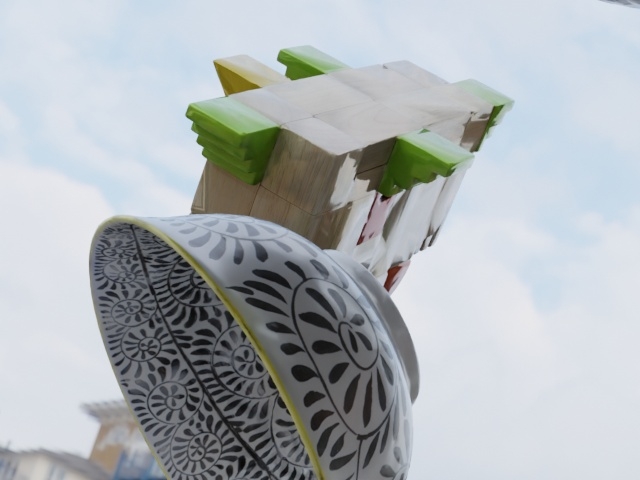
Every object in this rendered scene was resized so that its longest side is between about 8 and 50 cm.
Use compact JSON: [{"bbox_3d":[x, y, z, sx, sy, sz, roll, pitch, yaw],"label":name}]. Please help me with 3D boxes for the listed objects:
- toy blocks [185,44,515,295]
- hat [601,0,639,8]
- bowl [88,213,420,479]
[{"bbox_3d":[0.000,0.000,1.029,0.190,0.381,0.261,31,-64,21],"label":"toy blocks"},{"bbox_3d":[0.017,-0.158,0.363,0.331,0.134,0.331,15,13,-3],"label":"hat"},{"bbox_3d":[-0.014,0.052,0.488,0.170,0.080,0.170,41,-33,35],"label":"bowl"}]
